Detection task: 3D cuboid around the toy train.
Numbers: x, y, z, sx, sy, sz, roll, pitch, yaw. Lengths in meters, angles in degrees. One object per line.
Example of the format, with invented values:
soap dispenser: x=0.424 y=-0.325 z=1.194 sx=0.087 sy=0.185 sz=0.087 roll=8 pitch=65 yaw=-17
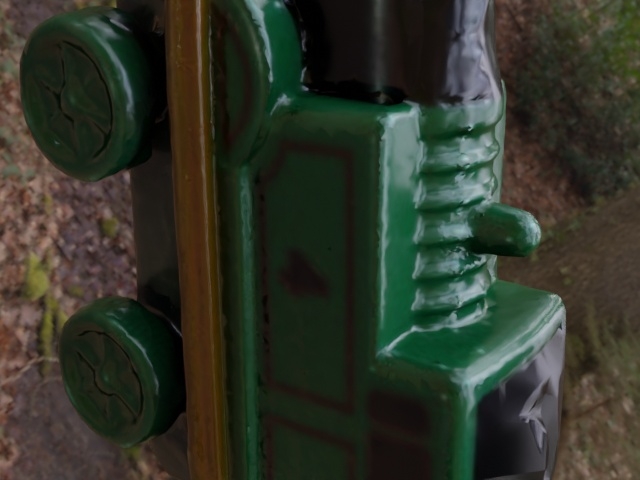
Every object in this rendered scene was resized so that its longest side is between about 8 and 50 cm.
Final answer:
toy train: x=0.000 y=0.000 z=0.495 sx=0.178 sy=0.249 sz=0.429 roll=-25 pitch=121 yaw=-50
